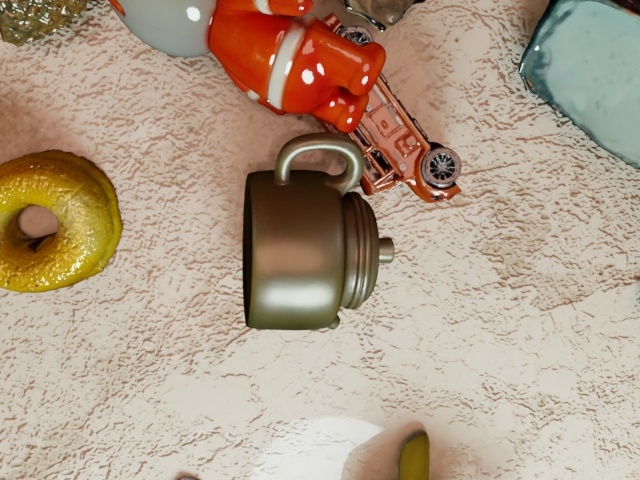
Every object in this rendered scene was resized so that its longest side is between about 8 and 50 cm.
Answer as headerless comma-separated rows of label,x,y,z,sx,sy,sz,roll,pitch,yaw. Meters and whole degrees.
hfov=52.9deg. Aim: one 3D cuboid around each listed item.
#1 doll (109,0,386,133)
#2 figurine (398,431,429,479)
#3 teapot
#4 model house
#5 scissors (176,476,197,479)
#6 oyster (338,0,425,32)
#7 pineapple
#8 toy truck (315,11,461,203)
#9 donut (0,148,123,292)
doll,-0.098,-0.223,0.649,0.337,0.200,0.105,27,70,2
figurine,0.113,0.456,0.848,0.218,0.169,0.326,37,101,12
teapot,0.000,0.000,0.743,0.175,0.185,0.267,-1,125,-12
model house,0.419,-0.259,0.772,0.253,0.184,0.291,34,63,11
scissors,-0.123,0.377,0.890,0.189,0.015,0.100,6,101,-9
oyster,0.046,-0.347,0.720,0.214,0.083,0.223,45,56,-18
pineapple,-0.253,-0.307,0.715,0.251,0.125,0.125,-29,102,-11
toy truck,0.062,-0.141,0.769,0.114,0.107,0.252,-35,99,10
donut,-0.338,-0.019,0.764,0.190,0.074,0.174,-1,100,-5
